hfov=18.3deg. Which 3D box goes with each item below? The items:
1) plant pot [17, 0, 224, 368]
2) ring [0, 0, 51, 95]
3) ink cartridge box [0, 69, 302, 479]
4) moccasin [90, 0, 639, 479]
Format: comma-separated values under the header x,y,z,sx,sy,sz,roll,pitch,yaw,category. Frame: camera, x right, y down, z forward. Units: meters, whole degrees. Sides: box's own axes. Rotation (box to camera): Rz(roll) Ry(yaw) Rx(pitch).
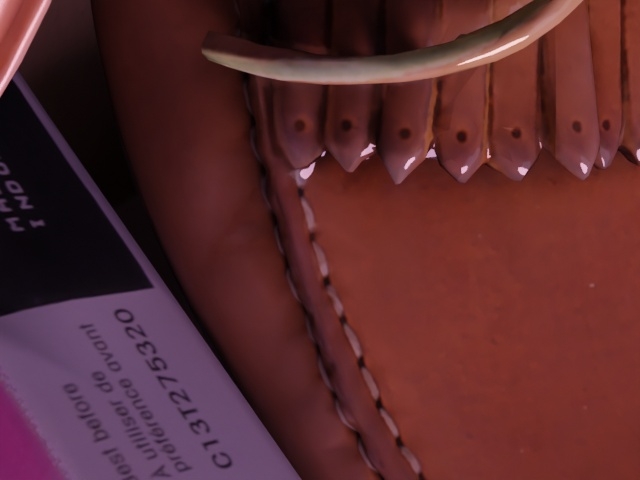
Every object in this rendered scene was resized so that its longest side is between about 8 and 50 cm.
x,y,z,sx,sy,sz,roll,pitch,yaw,category
0.000,0.000,0.579,0.256,0.256,0.274,-41,179,-25,plant pot
-0.180,-0.087,0.224,0.336,0.032,0.337,-13,120,-22,ring
-0.150,0.130,0.439,0.371,0.176,0.069,-47,159,30,ink cartridge box
0.036,-0.104,0.371,0.139,0.147,0.380,-3,88,-31,moccasin
